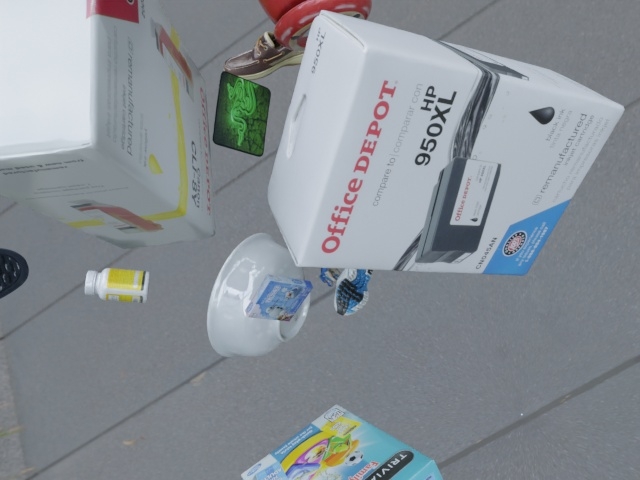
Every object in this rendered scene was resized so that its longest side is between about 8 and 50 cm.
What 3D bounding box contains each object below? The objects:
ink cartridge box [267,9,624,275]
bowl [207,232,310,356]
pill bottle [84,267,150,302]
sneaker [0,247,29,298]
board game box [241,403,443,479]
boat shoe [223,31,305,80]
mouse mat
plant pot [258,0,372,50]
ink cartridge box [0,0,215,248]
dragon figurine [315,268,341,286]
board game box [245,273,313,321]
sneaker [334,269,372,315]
[{"bbox_3d":[0.156,-0.111,0.695,0.166,0.394,0.286,-118,39,-50],"label":"ink cartridge box"},{"bbox_3d":[-0.113,0.142,1.140,0.134,0.298,0.298,16,79,24],"label":"bowl"},{"bbox_3d":[-0.403,0.089,1.000,0.116,0.065,0.065,7,70,-18],"label":"pill bottle"},{"bbox_3d":[-0.444,0.065,0.560,0.082,0.209,0.069,-13,104,47],"label":"sneaker"},{"bbox_3d":[0.027,0.451,0.932,0.253,0.336,0.079,-30,102,-25],"label":"board game box"},{"bbox_3d":[-0.164,-0.627,1.641,0.341,0.123,0.123,-12,52,6],"label":"boat shoe"},{"bbox_3d":[-0.200,-0.322,1.288,0.007,0.152,0.190,-1,82,51],"label":"mouse mat"},{"bbox_3d":[-0.018,-0.423,0.830,0.191,0.191,0.174,-16,93,16],"label":"plant pot"},{"bbox_3d":[-0.266,-0.166,0.644,0.160,0.385,0.280,-6,78,2],"label":"ink cartridge box"},{"bbox_3d":[0.000,0.000,1.483,0.144,0.085,0.289,-34,96,22],"label":"dragon figurine"},{"bbox_3d":[-0.073,0.102,0.880,0.090,0.090,0.020,-57,39,27],"label":"board game box"},{"bbox_3d":[0.062,0.111,1.101,0.071,0.191,0.083,38,123,-4],"label":"sneaker"}]
